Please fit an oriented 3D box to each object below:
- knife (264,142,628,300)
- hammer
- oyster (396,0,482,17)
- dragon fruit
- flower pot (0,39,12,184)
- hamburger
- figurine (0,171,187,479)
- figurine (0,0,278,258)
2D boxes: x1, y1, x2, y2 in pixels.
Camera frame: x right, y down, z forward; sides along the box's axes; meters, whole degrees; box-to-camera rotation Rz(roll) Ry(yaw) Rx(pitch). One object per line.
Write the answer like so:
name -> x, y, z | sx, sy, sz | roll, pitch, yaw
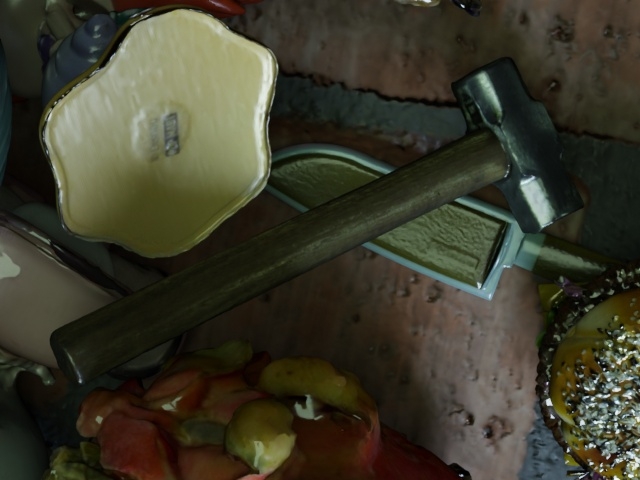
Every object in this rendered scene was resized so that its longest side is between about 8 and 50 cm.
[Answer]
knife -> 0.111, 0.008, 1.291 | 0.343, 0.027, 0.061 | 22, 103, 3
hammer -> 0.000, 0.000, 1.190 | 0.365, 0.043, 0.111 | -26, 89, -28
oyster -> -0.034, -0.267, 1.164 | 0.361, 0.221, 0.096 | 11, 142, -17
dragon fruit -> -0.032, 0.189, 1.145 | 0.296, 0.314, 0.263 | -8, 127, 9
flower pot -> -0.261, -0.068, 1.058 | 0.189, 0.243, 0.157 | -1, 53, -8
hamburger -> 0.216, 0.096, 1.244 | 0.164, 0.093, 0.189 | -18, 110, 15
figurine -> -0.268, 0.114, 1.246 | 0.253, 0.211, 0.361 | 36, 100, -8
figurine -> -0.134, -0.126, 1.216 | 0.208, 0.181, 0.257 | -46, 47, 6
